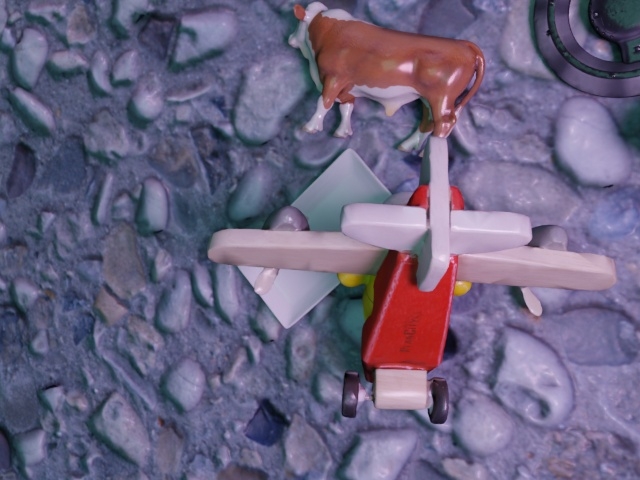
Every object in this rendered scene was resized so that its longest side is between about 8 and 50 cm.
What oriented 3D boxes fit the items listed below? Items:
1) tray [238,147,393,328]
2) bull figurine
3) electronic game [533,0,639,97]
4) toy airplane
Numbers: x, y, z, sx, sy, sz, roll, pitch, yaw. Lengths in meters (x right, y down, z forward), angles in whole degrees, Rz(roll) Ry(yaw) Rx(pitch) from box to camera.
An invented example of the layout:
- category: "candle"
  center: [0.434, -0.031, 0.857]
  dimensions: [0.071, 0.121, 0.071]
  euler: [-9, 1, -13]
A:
- category: "tray"
  center: [0.000, 0.000, 0.989]
  dimensions: [0.270, 0.030, 0.145]
  euler: [-43, 77, 18]
- category: "bull figurine"
  center: [0.072, -0.234, 0.916]
  dimensions: [0.310, 0.101, 0.189]
  euler: [17, 102, 23]
- category: "electronic game"
  center: [0.390, -0.298, 0.809]
  dimensions: [0.229, 0.048, 0.229]
  euler: [4, 98, 30]
- category: "toy airplane"
  center: [0.111, 0.022, 0.795]
  dimensions: [0.384, 0.273, 0.386]
  euler: [-31, 125, 31]
